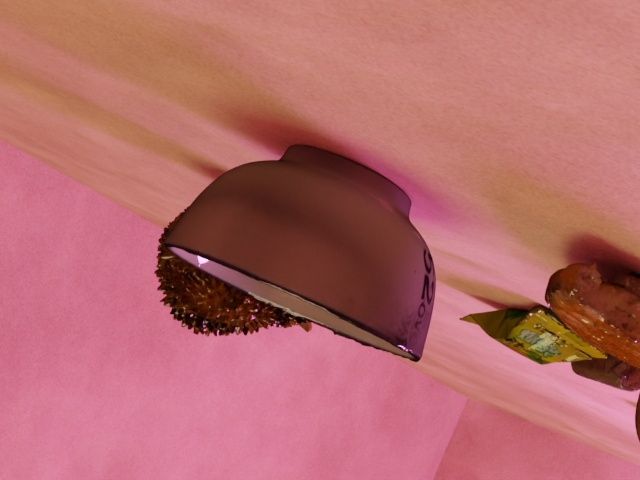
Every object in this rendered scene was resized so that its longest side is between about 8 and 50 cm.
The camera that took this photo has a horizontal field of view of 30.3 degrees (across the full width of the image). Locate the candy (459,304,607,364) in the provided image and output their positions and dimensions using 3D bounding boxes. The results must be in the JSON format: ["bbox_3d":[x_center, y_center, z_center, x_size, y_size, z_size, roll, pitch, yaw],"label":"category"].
[{"bbox_3d":[0.341,0.156,1.920,0.149,0.069,0.246,30,170,-17],"label":"candy"}]

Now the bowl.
[{"bbox_3d":[0.000,0.000,1.486,0.353,0.185,0.354,24,173,3],"label":"bowl"}]

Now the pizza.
[{"bbox_3d":[0.368,0.096,1.367,0.223,0.089,0.323,28,176,20],"label":"pizza"}]

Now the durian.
[{"bbox_3d":[-0.125,0.041,1.968,0.292,0.258,0.258,1,167,13],"label":"durian"}]

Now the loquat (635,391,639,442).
[{"bbox_3d":[0.503,0.225,1.588,0.149,0.205,0.172,11,-147,13],"label":"loquat"}]

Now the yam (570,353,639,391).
[{"bbox_3d":[0.471,0.212,1.949,0.054,0.054,0.132,29,172,-30],"label":"yam"}]
